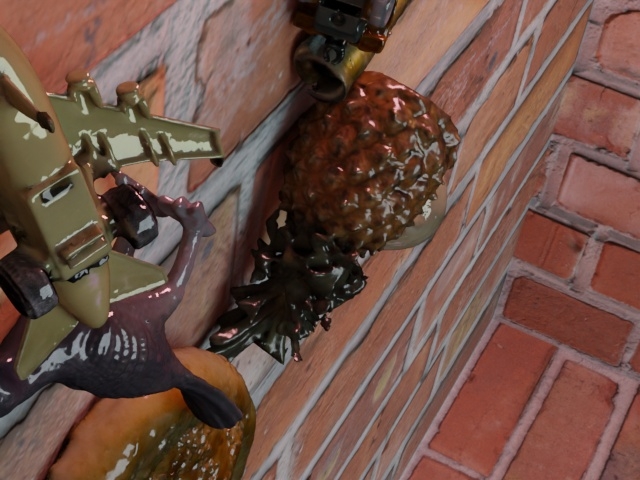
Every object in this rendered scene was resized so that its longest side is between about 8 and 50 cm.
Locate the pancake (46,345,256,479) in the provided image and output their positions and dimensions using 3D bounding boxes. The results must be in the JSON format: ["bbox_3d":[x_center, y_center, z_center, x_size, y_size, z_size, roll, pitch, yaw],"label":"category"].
[{"bbox_3d":[-0.173,0.277,1.167,0.387,0.082,0.387,-50,156,-32],"label":"pancake"}]

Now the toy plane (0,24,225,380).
[{"bbox_3d":[-0.160,-0.029,0.702,0.242,0.104,0.256,-34,149,-20],"label":"toy plane"}]

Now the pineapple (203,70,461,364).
[{"bbox_3d":[0.000,0.000,1.247,0.340,0.169,0.169,-59,165,-3],"label":"pineapple"}]

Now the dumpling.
[{"bbox_3d":[0.080,-0.078,1.465,0.252,0.131,0.179,73,12,-79],"label":"dumpling"}]

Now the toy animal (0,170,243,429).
[{"bbox_3d":[-0.143,0.055,0.913,0.367,0.081,0.206,9,98,-65],"label":"toy animal"}]

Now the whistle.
[{"bbox_3d":[0.069,-0.259,1.253,0.326,0.057,0.068,-56,153,-36],"label":"whistle"}]

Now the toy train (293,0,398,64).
[{"bbox_3d":[0.041,-0.265,1.099,0.127,0.089,0.219,-60,167,-63],"label":"toy train"}]
